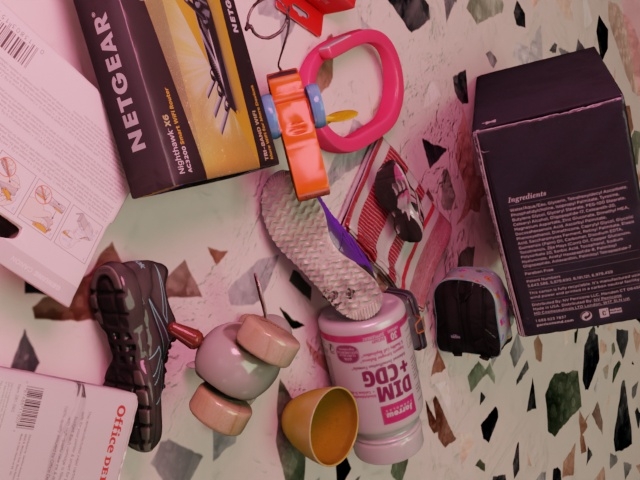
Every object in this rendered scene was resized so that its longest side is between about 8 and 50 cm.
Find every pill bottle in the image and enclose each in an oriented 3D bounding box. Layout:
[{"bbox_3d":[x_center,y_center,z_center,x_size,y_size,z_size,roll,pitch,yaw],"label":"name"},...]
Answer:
[{"bbox_3d":[0.100,0.253,1.407,0.160,0.160,0.283,-30,113,-46],"label":"pill bottle"}]

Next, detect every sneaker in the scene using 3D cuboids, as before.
[{"bbox_3d":[0.160,-0.085,1.513,0.077,0.072,0.178,-62,140,-48],"label":"sneaker"},{"bbox_3d":[-0.237,0.155,1.049,0.106,0.101,0.267,-14,103,-54],"label":"sneaker"},{"bbox_3d":[-0.001,0.001,1.341,0.293,0.102,0.146,55,12,-11],"label":"sneaker"}]

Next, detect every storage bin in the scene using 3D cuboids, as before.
[{"bbox_3d":[0.147,0.176,1.524,0.091,0.098,0.135,-30,114,-35],"label":"storage bin"}]

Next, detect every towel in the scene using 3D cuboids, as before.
[{"bbox_3d":[0.165,-0.030,1.580,0.329,0.037,0.237,47,55,-40],"label":"towel"}]

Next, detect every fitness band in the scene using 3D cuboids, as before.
[{"bbox_3d":[0.062,-0.282,1.445,0.291,0.054,0.209,-36,120,-43],"label":"fitness band"}]

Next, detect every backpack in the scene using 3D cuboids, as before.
[{"bbox_3d":[0.337,0.148,1.687,0.144,0.166,0.188,-41,124,-44],"label":"backpack"}]

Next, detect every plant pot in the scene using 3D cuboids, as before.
[{"bbox_3d":[-0.011,0.315,1.324,0.134,0.095,0.134,0,89,-51],"label":"plant pot"}]

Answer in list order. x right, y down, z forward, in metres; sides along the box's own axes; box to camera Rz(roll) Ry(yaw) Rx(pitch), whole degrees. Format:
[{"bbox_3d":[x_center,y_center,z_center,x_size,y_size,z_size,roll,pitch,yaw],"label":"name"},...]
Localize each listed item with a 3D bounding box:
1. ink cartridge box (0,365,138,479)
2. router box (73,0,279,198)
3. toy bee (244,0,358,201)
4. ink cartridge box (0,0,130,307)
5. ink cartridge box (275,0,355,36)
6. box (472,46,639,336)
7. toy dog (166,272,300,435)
[{"bbox_3d":[-0.347,0.241,0.920,0.219,0.092,0.160,27,70,-48],"label":"ink cartridge box"},{"bbox_3d":[-0.191,-0.229,1.051,0.243,0.081,0.309,-23,99,-57],"label":"router box"},{"bbox_3d":[-0.037,-0.214,1.234,0.162,0.195,0.298,-132,-131,-85],"label":"toy bee"},{"bbox_3d":[-0.366,-0.104,0.914,0.296,0.066,0.261,45,56,-40],"label":"ink cartridge box"},{"bbox_3d":[0.005,-0.495,1.349,0.134,0.078,0.231,21,75,-48],"label":"ink cartridge box"},{"bbox_3d":[0.528,-0.124,1.696,0.480,0.297,0.472,-65,139,-62],"label":"box"},{"bbox_3d":[-0.130,0.151,1.107,0.161,0.334,0.220,35,75,0],"label":"toy dog"}]
